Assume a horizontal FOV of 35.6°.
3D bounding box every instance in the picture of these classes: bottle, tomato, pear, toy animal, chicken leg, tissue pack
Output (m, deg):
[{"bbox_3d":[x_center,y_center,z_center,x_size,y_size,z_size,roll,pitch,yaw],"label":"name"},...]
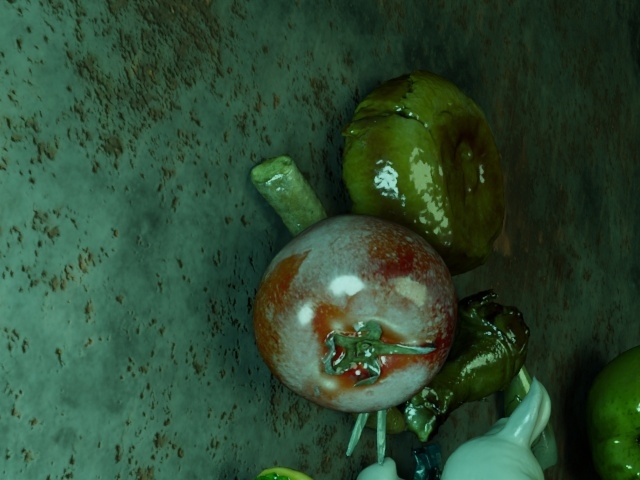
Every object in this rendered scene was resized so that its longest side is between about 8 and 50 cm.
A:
[{"bbox_3d":[0.386,0.307,1.892,0.083,0.083,0.269,-33,111,-50],"label":"bottle"},{"bbox_3d":[0.047,0.091,1.317,0.227,0.270,0.270,-101,166,-62],"label":"tomato"},{"bbox_3d":[0.743,0.407,2.147,0.391,0.391,0.390,8,80,-53],"label":"pear"},{"bbox_3d":[0.226,0.375,1.521,0.368,0.196,0.241,-34,75,-30],"label":"toy animal"},{"bbox_3d":[0.258,0.192,1.684,0.361,0.140,0.211,-17,108,-57],"label":"chicken leg"},{"bbox_3d":[0.181,0.411,1.653,0.085,0.028,0.138,6,85,-54],"label":"tissue pack"}]

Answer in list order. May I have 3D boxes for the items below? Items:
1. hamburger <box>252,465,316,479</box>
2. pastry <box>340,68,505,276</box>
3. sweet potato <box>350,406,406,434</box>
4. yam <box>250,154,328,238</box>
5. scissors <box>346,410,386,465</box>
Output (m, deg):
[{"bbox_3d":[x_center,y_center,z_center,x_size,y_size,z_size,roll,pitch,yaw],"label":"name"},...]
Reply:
[{"bbox_3d":[-0.047,0.366,1.247,0.115,0.162,0.162,-27,108,-46],"label":"hamburger"},{"bbox_3d":[0.168,-0.098,1.584,0.356,0.164,0.355,19,66,-49],"label":"pastry"},{"bbox_3d":[0.070,0.247,1.497,0.206,0.060,0.068,42,18,-48],"label":"sweet potato"},{"bbox_3d":[0.000,0.000,1.423,0.299,0.066,0.066,56,45,-35],"label":"yam"},{"bbox_3d":[0.089,0.202,1.468,0.144,0.017,0.247,25,71,-43],"label":"scissors"}]
